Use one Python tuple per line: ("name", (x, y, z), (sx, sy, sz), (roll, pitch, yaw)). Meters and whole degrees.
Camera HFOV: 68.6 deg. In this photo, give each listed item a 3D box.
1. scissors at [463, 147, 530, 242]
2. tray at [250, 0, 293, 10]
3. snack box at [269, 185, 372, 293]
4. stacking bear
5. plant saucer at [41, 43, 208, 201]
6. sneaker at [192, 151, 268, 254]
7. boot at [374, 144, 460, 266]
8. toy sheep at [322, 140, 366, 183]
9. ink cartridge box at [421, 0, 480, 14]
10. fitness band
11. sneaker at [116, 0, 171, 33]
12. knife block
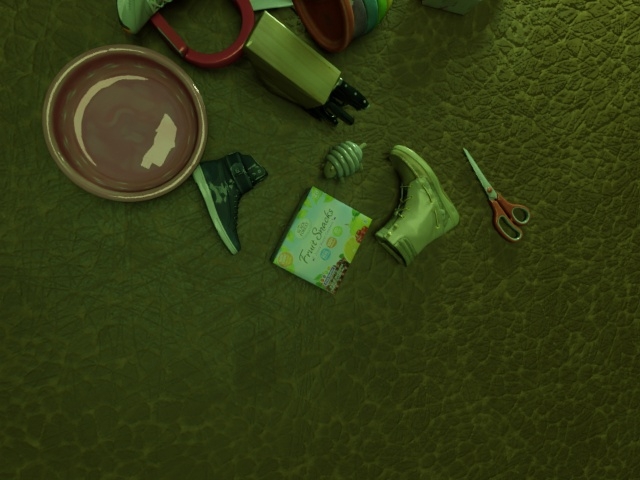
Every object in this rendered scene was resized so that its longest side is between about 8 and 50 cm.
("scissors", (0.464, -0.117, 1.282), (0.297, 0.021, 0.109), (41, 84, -13))
("tray", (-0.149, -0.679, 1.108), (0.145, 0.030, 0.270), (-14, 95, -14))
("snack box", (0.000, 0.000, 1.145), (0.174, 0.070, 0.207), (29, 84, -13))
("stacking bear", (0.104, -0.592, 1.114), (0.289, 0.175, 0.164), (-44, 129, -19))
("plant saucer", (-0.413, -0.247, 1.022), (0.332, 0.084, 0.332), (0, 91, -10))
("sneaker", (-0.184, -0.093, 1.088), (0.163, 0.086, 0.226), (-21, 95, -10))
("boot", (0.208, -0.086, 1.185), (0.203, 0.095, 0.262), (-40, 104, -9))
("toy sheep", (0.060, -0.197, 1.149), (0.132, 0.091, 0.091), (-41, 100, -13))
("ink cartridge box", (0.330, -0.653, 1.197), (0.143, 0.090, 0.092), (8, 90, -13))
("fitness band", (-0.277, -0.523, 1.053), (0.209, 0.054, 0.291), (-39, 89, -9))
("sneaker", (-0.324, -0.537, 0.977), (0.121, 0.099, 0.262), (24, 82, -7))
("knife block", (-0.017, -0.361, 1.049), (0.242, 0.275, 0.088), (25, 85, 16))
